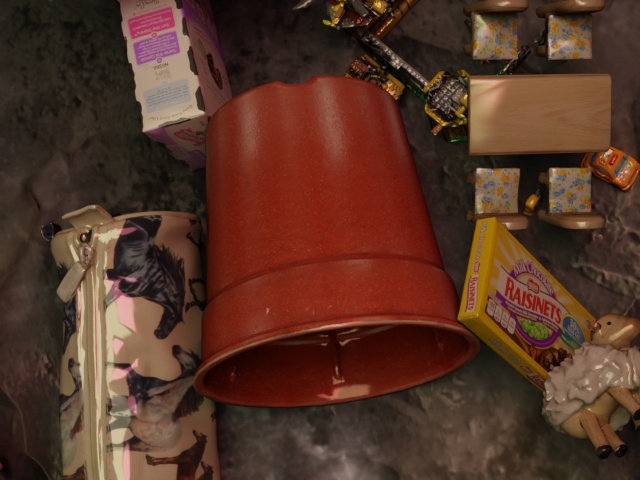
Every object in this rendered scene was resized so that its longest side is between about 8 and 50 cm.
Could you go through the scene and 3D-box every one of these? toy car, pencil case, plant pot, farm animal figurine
[{"bbox_3d":[0.270,-0.055,1.232,0.122,0.040,0.060,-41,74,0],"label":"toy car"},{"bbox_3d":[-0.191,0.172,1.200,0.159,0.183,0.411,-12,76,32],"label":"pencil case"},{"bbox_3d":[0.000,0.000,1.172,0.272,0.272,0.265,-11,69,9],"label":"plant pot"},{"bbox_3d":[0.389,0.058,1.098,0.327,0.330,0.172,-60,35,28],"label":"farm animal figurine"}]

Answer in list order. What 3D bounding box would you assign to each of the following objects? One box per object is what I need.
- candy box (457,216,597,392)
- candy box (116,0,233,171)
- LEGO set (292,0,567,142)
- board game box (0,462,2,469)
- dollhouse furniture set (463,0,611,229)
[{"bbox_3d":[0.200,0.074,1.132,0.027,0.206,0.105,-13,52,37],"label":"candy box"},{"bbox_3d":[-0.150,-0.191,1.276,0.070,0.165,0.196,-16,76,8],"label":"candy box"},{"bbox_3d":[0.151,-0.277,1.221,0.331,0.192,0.255,-40,74,1],"label":"LEGO set"},{"bbox_3d":[-0.605,0.184,1.134,0.356,0.356,0.356,-48,51,-1],"label":"board game box"},{"bbox_3d":[0.261,-0.117,1.117,0.242,0.161,0.212,-2,97,-9],"label":"dollhouse furniture set"}]
